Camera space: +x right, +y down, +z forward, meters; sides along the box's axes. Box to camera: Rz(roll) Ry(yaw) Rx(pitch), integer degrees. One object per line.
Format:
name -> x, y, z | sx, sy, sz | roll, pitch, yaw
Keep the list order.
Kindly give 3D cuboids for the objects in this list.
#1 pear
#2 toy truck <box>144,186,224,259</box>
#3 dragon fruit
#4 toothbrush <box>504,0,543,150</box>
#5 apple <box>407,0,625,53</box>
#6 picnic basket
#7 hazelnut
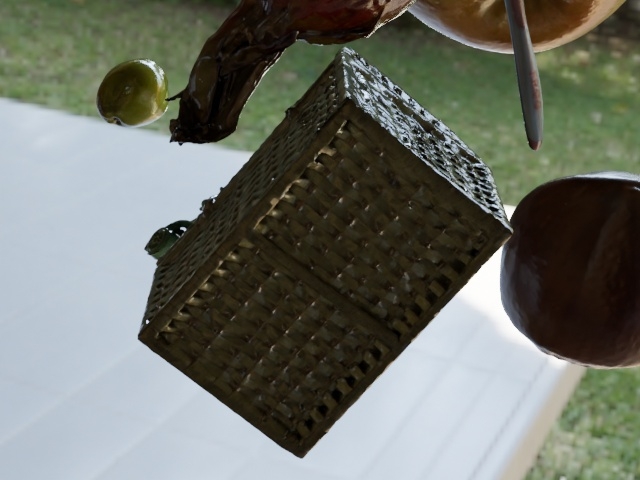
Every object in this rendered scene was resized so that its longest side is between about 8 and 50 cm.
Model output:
pear -> -0.232, -0.179, 1.757 | 0.097, 0.092, 0.092 | -36, 33, -12
toy truck -> -0.081, -0.020, 1.265 | 0.080, 0.154, 0.078 | 38, 36, -31
dragon fruit -> -0.006, -0.150, 0.800 | 0.125, 0.246, 0.125 | 41, 1, 21
toothbrush -> 0.097, -0.134, 0.704 | 0.013, 0.193, 0.019 | -28, 29, -34
apple -> 0.170, -0.302, 1.270 | 0.286, 0.286, 0.233 | 5, 57, -3
picnic basket -> 0.000, 0.000, 0.876 | 0.134, 0.196, 0.154 | 36, 18, -16
hazelnut -> 0.268, 0.015, 1.324 | 0.208, 0.208, 0.208 | 6, 19, -2
